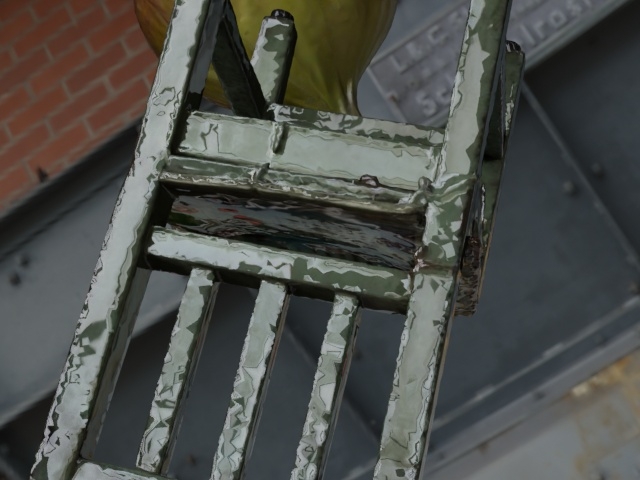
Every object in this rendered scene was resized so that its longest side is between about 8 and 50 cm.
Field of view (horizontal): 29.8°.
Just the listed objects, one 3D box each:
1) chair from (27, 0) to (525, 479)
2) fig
[{"bbox_3d":[0.000,0.000,0.493,0.136,0.271,0.147,9,-19,10],"label":"chair"},{"bbox_3d":[-0.004,-0.126,0.664,0.160,0.230,0.143,12,-73,-47],"label":"fig"}]
